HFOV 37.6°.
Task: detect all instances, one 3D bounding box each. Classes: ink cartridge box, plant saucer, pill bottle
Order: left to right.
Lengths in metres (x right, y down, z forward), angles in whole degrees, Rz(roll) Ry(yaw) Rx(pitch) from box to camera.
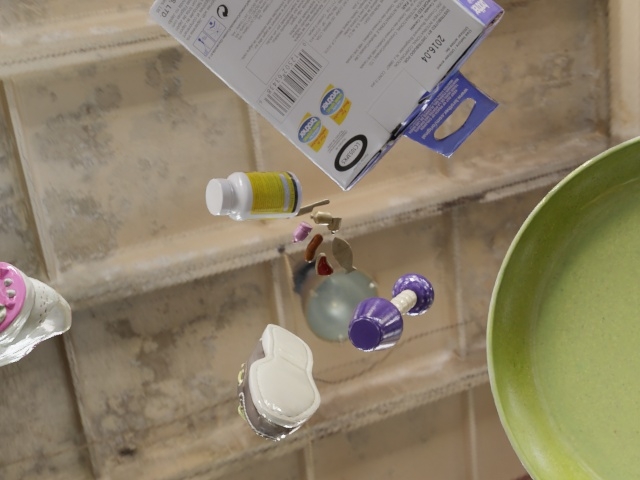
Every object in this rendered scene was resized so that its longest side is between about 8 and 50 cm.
[{"bbox_3d":[-0.088,-0.058,1.232,0.116,0.065,0.065,-4,-67,-34],"label":"pill bottle"},{"bbox_3d":[0.029,-0.253,1.137,0.395,0.151,0.270,43,-60,2],"label":"ink cartridge box"},{"bbox_3d":[0.213,0.058,0.508,0.241,0.241,0.037,-59,-20,6],"label":"plant saucer"}]

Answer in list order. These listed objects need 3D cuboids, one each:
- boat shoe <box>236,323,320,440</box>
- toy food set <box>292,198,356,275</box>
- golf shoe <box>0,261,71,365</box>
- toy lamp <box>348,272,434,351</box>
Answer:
[{"bbox_3d":[-0.074,0.228,1.425,0.116,0.324,0.097,32,-78,-9],"label":"boat shoe"},{"bbox_3d":[0.000,0.000,1.344,0.078,0.019,0.122,-18,-65,-3],"label":"toy food set"},{"bbox_3d":[-0.443,0.134,1.163,0.306,0.115,0.140,-24,-24,21],"label":"golf shoe"},{"bbox_3d":[0.104,0.105,1.387,0.080,0.274,0.080,3,-80,18],"label":"toy lamp"}]
